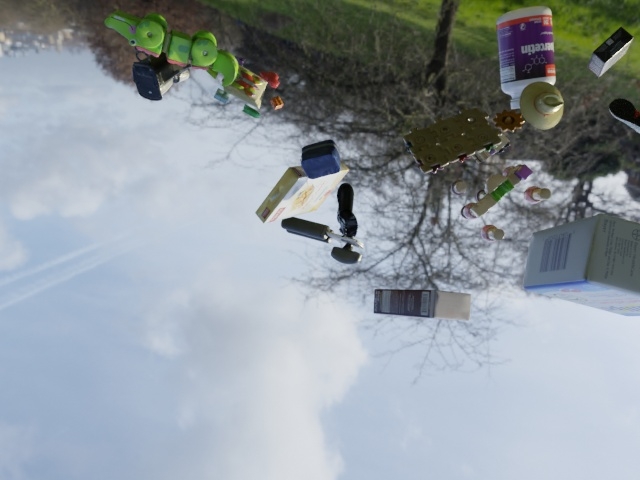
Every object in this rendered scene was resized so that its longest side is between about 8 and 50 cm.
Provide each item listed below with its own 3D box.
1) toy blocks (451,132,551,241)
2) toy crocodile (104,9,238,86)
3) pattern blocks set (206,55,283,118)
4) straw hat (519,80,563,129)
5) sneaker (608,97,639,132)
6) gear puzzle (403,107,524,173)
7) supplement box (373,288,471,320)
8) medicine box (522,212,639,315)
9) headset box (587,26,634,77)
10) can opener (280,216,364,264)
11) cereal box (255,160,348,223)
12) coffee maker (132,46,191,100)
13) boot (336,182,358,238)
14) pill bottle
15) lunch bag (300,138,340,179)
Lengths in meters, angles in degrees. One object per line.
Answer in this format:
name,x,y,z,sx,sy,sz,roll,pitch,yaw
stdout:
toy blocks,0.637,-0.192,2.132,0.288,0.309,0.260,-41,-178,3
toy crocodile,-0.369,-0.494,1.441,0.341,0.105,0.115,14,-152,-22
pattern blocks set,-0.259,-0.543,1.978,0.285,0.026,0.324,19,-138,-23
straw hat,0.627,-0.378,1.562,0.145,0.144,0.061,-3,-179,-15
sneaker,0.878,-0.335,1.590,0.075,0.057,0.161,36,-170,-51
gear puzzle,0.419,-0.300,1.639,0.339,0.044,0.175,-22,-126,0
supplement box,0.261,0.168,1.492,0.130,0.073,0.239,9,172,-31
medicine box,0.651,0.065,1.253,0.289,0.149,0.263,15,170,-6
headset box,0.517,-0.335,1.018,0.032,0.062,0.083,50,-169,16
can opener,0.000,0.000,1.740,0.284,0.095,0.076,15,167,27
cereal box,-0.046,-0.132,1.514,0.047,0.173,0.240,50,-146,14
coffee maker,-0.501,-0.556,1.810,0.120,0.171,0.178,31,-131,2
boot,0.068,-0.072,1.418,0.045,0.121,0.099,1,-153,-11
pill bottle,0.714,-0.628,1.971,0.182,0.322,0.181,-8,-170,1
lunch bag,-0.002,-0.195,1.354,0.098,0.067,0.065,-11,-131,16
